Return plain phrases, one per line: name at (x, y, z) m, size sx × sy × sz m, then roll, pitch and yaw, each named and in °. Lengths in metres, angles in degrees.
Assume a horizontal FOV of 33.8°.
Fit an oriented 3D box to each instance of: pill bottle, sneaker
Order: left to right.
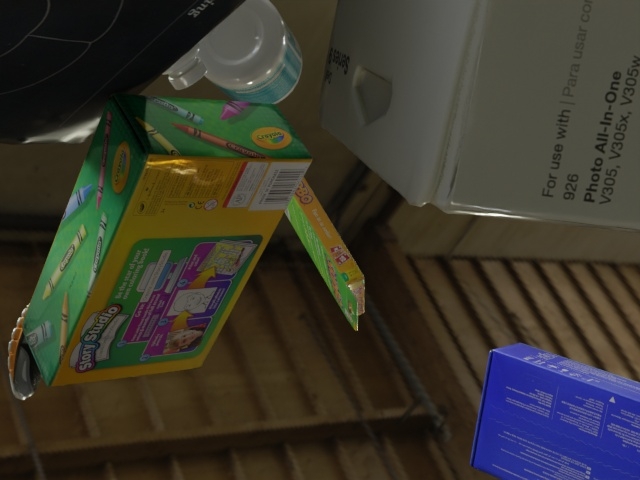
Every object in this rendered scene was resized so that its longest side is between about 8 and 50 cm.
sneaker at (-0.342, 0.110, 1.376) m, size 0.083 × 0.084 × 0.215 m, roll 18°, pitch -119°, yaw 0°
pill bottle at (-0.197, -0.256, 1.352) m, size 0.120 × 0.067 × 0.067 m, roll 58°, pitch -156°, yaw -27°
pill bottle at (-0.108, -0.289, 1.646) m, size 0.146 × 0.146 × 0.264 m, roll 40°, pitch -178°, yaw 8°

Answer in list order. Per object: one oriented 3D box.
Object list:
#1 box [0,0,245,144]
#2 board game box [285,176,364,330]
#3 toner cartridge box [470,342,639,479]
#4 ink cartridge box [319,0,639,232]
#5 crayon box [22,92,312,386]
box at (-0.232, -0.296, 0.633) m, size 0.471 × 0.480 × 0.297 m, roll -3°, pitch -115°, yaw -54°
board game box at (0.000, 0.000, 1.513) m, size 0.039 × 0.124 × 0.259 m, roll -24°, pitch -115°, yaw -9°
toner cartridge box at (0.355, 0.253, 1.274) m, size 0.347 × 0.165 × 0.075 m, roll 18°, pitch -164°, yaw 39°
ink cartridge box at (0.164, -0.075, 0.471) m, size 0.289 × 0.122 × 0.211 m, roll 6°, pitch -166°, yaw -14°
crayon box at (-0.143, 0.006, 0.940) m, size 0.165 × 0.278 × 0.081 m, roll -2°, pitch -135°, yaw -39°
